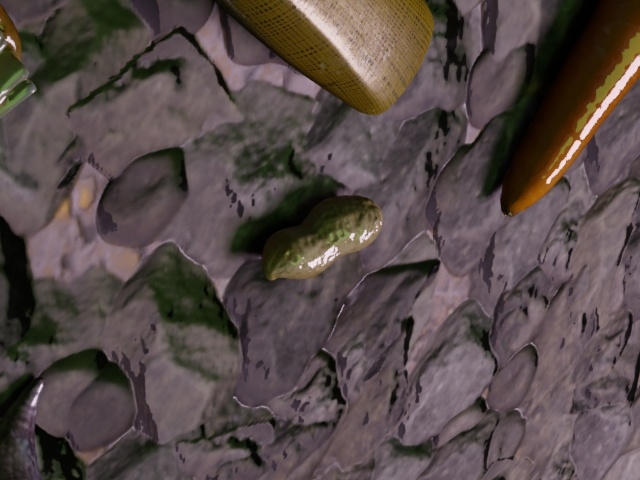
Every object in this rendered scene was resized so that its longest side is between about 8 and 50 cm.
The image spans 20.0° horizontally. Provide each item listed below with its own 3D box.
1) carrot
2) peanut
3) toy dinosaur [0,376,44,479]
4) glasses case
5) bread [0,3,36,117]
[{"bbox_3d":[0.194,-0.131,1.146,0.062,0.066,0.271,41,85,-8],"label":"carrot"},{"bbox_3d":[0.000,0.000,1.036,0.083,0.037,0.037,-34,137,-30],"label":"peanut"},{"bbox_3d":[-0.199,0.204,0.884,0.162,0.077,0.294,16,83,-33],"label":"toy dinosaur"},{"bbox_3d":[-0.015,-0.136,0.899,0.079,0.064,0.234,-56,142,-4],"label":"glasses case"},{"bbox_3d":[-0.208,-0.113,0.588,0.110,0.210,0.192,-50,142,-17],"label":"bread"}]
